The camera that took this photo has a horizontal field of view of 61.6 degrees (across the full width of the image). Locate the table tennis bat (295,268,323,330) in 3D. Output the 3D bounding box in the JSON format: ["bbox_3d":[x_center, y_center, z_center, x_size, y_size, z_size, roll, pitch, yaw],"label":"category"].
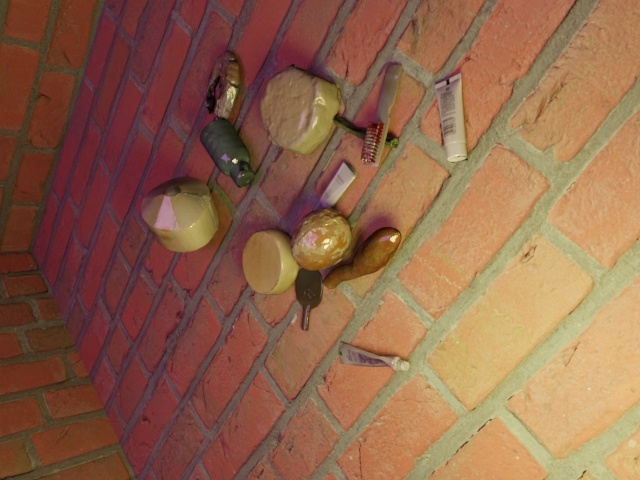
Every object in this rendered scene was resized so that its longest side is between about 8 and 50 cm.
[{"bbox_3d":[-0.045,0.210,1.945,0.131,0.022,0.234,11,97,41],"label":"table tennis bat"}]

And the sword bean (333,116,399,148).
[{"bbox_3d":[0.140,-0.349,1.736,0.269,0.038,0.043,32,100,37],"label":"sword bean"}]

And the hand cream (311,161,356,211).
[{"bbox_3d":[0.037,-0.150,1.831,0.079,0.048,0.255,52,123,30],"label":"hand cream"}]

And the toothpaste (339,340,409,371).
[{"bbox_3d":[0.164,0.384,1.739,0.301,0.048,0.075,-1,119,49],"label":"toothpaste"}]

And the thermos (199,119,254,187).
[{"bbox_3d":[-0.359,-0.328,2.136,0.286,0.145,0.182,57,158,24],"label":"thermos"}]

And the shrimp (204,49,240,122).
[{"bbox_3d":[-0.418,-0.602,2.220,0.247,0.085,0.359,19,101,50],"label":"shrimp"}]

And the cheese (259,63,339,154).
[{"bbox_3d":[-0.079,-0.466,1.884,0.326,0.115,0.317,-30,72,38],"label":"cheese"}]

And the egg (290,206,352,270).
[{"bbox_3d":[0.000,0.000,1.774,0.195,0.195,0.233,46,118,31],"label":"egg"}]

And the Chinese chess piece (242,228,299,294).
[{"bbox_3d":[-0.188,0.080,2.016,0.251,0.097,0.250,2,93,44],"label":"Chinese chess piece"}]

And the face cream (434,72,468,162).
[{"bbox_3d":[0.371,-0.342,1.515,0.092,0.058,0.243,-15,76,48],"label":"face cream"}]

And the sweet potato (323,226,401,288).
[{"bbox_3d":[0.143,0.061,1.711,0.385,0.109,0.109,-44,63,48],"label":"sweet potato"}]

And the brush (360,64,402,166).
[{"bbox_3d":[0.184,-0.388,1.655,0.060,0.050,0.320,15,91,43],"label":"brush"}]

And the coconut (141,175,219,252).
[{"bbox_3d":[-0.573,-0.115,2.217,0.323,0.323,0.322,2,93,43],"label":"coconut"}]
